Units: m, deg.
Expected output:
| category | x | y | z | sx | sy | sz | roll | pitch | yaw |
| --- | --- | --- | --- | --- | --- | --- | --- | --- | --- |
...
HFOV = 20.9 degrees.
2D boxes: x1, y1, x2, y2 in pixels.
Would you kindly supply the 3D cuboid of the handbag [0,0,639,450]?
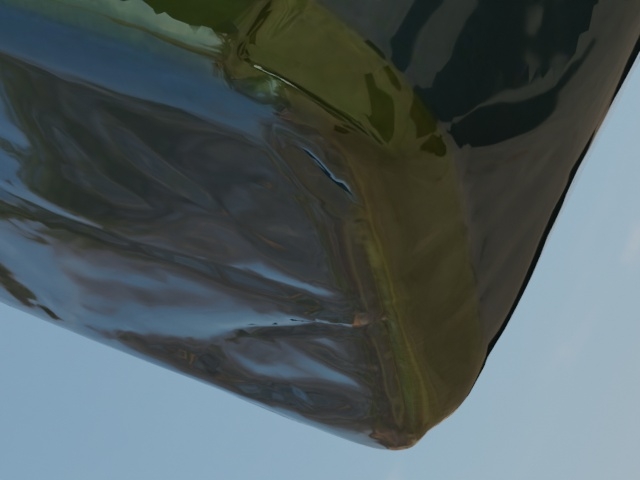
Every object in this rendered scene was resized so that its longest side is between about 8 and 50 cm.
| category | x | y | z | sx | sy | sz | roll | pitch | yaw |
| --- | --- | --- | --- | --- | --- | --- | --- | --- | --- |
| handbag | -0.023 | -0.101 | 0.527 | 0.241 | 0.263 | 0.222 | -57 | -30 | -25 |
